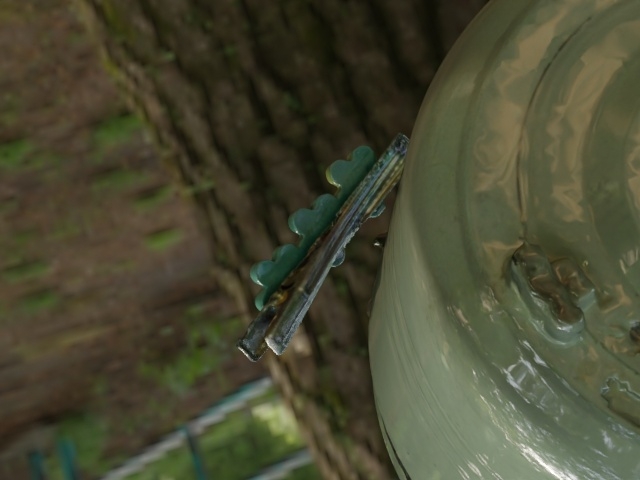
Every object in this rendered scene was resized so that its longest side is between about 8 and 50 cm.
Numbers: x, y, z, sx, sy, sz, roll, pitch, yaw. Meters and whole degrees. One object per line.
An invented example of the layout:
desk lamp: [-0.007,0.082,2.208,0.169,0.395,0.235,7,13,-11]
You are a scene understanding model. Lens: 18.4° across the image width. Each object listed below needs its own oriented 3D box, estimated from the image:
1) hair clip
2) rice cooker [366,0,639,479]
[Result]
hair clip: [-0.001,-0.001,1.199,0.173,0.049,0.049,-54,-178,-24]
rice cooker: [0.129,0.022,0.669,0.226,0.226,0.244,-15,159,-11]
